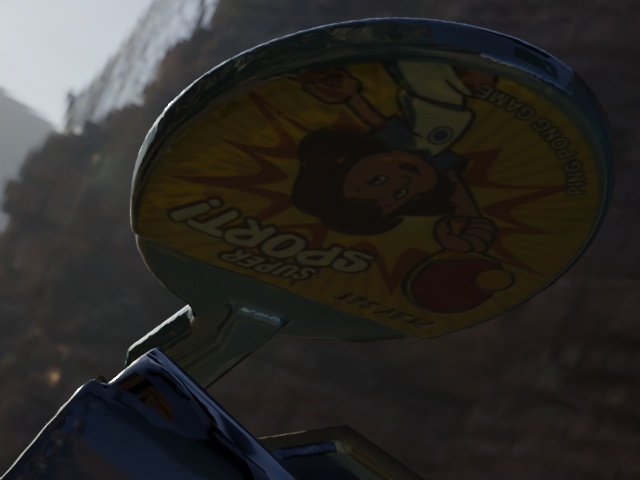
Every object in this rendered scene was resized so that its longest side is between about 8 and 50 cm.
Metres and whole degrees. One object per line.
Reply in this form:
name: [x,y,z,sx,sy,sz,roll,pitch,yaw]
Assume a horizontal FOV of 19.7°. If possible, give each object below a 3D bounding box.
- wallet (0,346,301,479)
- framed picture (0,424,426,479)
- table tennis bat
wallet: [-0.006,0.148,0.410,0.231,0.170,0.069,41,-26,3]
framed picture: [-0.039,0.124,0.630,0.260,0.023,0.189,-4,22,-36]
table tennis bat: [0.000,0.000,0.884,0.215,0.044,0.329,20,-38,-26]
